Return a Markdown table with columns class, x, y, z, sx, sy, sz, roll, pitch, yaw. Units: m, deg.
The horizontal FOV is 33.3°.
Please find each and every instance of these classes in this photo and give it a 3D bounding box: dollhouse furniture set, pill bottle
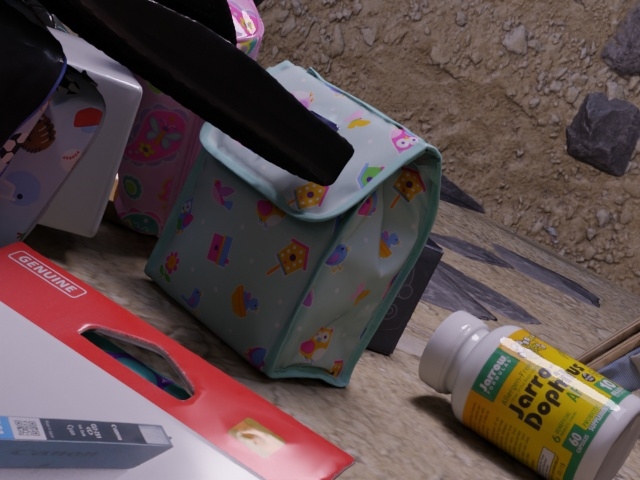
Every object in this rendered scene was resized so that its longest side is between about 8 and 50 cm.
| class | x | y | z | sx | sy | sz | roll | pitch | yaw |
| --- | --- | --- | --- | --- | --- | --- | --- | --- | --- |
| dollhouse furniture set | 0.431 | 0.213 | 1.390 | 0.183 | 0.129 | 0.129 | 55 | 12 | -2 |
| pill bottle | 0.206 | 0.157 | 1.070 | 0.208 | 0.117 | 0.118 | 32 | 13 | 29 |

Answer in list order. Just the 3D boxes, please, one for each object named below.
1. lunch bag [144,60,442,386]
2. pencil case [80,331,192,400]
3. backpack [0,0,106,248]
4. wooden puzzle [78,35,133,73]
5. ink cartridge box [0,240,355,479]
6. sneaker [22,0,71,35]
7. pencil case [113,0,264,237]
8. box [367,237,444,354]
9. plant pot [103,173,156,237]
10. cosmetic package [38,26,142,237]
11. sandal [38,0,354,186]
| class | x | y | z | sx | sy | sz | roll | pitch | yaw |
| --- | --- | --- | --- | --- | --- | --- | --- | --- | --- |
| lunch bag | -0.022 | -0.024 | 1.038 | 0.160 | 0.262 | 0.223 | 13 | 18 | -49 |
| pencil case | -0.152 | 0.097 | 0.700 | 0.152 | 0.064 | 0.070 | 28 | 21 | 19 |
| backpack | -0.303 | -0.101 | 0.800 | 0.213 | 0.276 | 0.263 | 38 | 5 | -43 |
| wooden puzzle | -0.311 | -0.305 | 2.021 | 0.348 | 0.080 | 0.322 | 31 | -3 | -11 |
| ink cartridge box | -0.153 | 0.081 | 0.586 | 0.296 | 0.066 | 0.261 | 29 | 31 | 20 |
| sneaker | -0.430 | -0.290 | 1.716 | 0.267 | 0.101 | 0.106 | 56 | 1 | 3 |
| pencil case | -0.142 | -0.132 | 1.119 | 0.124 | 0.284 | 0.124 | 12 | 40 | -11 |
| box | 0.000 | 0.000 | 1.283 | 0.165 | 0.143 | 0.270 | 20 | 12 | -27 |
| plant pot | -0.237 | -0.055 | 1.315 | 0.236 | 0.032 | 0.236 | 24 | 10 | -5 |
| cosmetic package | -0.419 | -0.163 | 1.015 | 0.453 | 0.161 | 0.230 | 16 | 13 | -22 |
| sandal | -0.131 | -0.191 | 0.812 | 0.446 | 0.107 | 0.168 | 34 | -5 | -41 |
